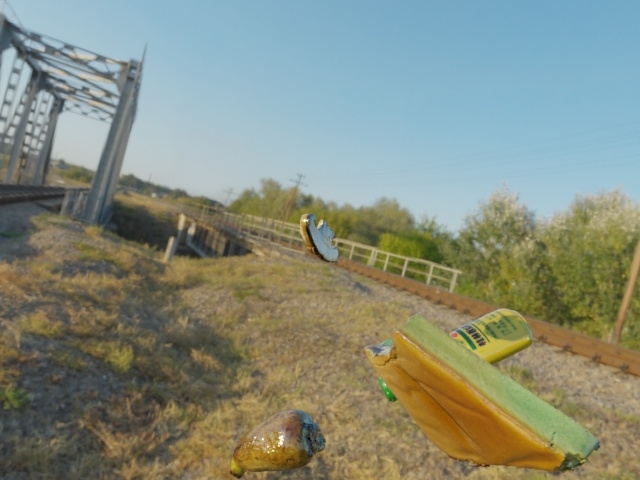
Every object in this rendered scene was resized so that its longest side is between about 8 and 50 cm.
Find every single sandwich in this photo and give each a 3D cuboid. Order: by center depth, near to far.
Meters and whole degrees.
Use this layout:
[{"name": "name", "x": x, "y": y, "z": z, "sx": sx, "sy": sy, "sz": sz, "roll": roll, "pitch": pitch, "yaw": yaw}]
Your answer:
[{"name": "sandwich", "x": 0.171, "y": 0.184, "z": 0.686, "sx": 0.212, "sy": 0.063, "sz": 0.245, "roll": 52, "pitch": -30, "yaw": -5}]

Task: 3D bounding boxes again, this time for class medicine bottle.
[{"name": "medicine bottle", "x": 0.220, "y": 0.193, "z": 0.919, "sx": 0.260, "sy": 0.064, "sz": 0.095, "roll": -24, "pitch": 27, "yaw": -7}]

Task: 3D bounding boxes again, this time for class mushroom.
[{"name": "mushroom", "x": 0.000, "y": 0.000, "z": 0.727, "sx": 0.019, "sy": 0.049, "sz": 0.101, "roll": 2, "pitch": -32, "yaw": 31}]

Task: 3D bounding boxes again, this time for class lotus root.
[{"name": "lotus root", "x": -0.090, "y": 0.365, "z": 0.986, "sx": 0.190, "sy": 0.095, "sz": 0.108, "roll": -22, "pitch": 10, "yaw": 15}]
